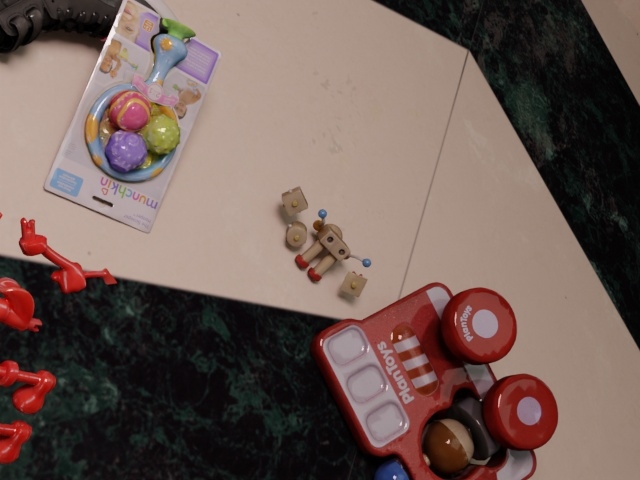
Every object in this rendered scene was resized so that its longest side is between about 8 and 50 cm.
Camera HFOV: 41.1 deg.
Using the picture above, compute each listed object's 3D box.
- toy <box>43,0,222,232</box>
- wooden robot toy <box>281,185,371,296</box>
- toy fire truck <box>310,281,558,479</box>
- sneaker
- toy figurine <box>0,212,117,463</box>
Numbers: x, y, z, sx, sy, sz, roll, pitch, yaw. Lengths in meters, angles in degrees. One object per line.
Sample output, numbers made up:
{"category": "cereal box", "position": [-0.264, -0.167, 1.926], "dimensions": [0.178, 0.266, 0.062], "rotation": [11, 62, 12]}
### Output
{"category": "toy", "position": [-0.199, -0.141, 0.966], "dimensions": [0.137, 0.056, 0.237], "rotation": [26, 77, -34]}
{"category": "wooden robot toy", "position": [0.000, 0.000, 1.163], "dimensions": [0.173, 0.076, 0.079], "rotation": [48, 10, -15]}
{"category": "toy fire truck", "position": [0.149, 0.214, 1.138], "dimensions": [0.254, 0.169, 0.302], "rotation": [-25, 88, -23]}
{"category": "sneaker", "position": [-0.299, -0.252, 0.963], "dimensions": [0.295, 0.104, 0.147], "rotation": [25, 59, -29]}
{"category": "toy figurine", "position": [-0.367, 0.097, 0.711], "dimensions": [0.191, 0.217, 0.363], "rotation": [24, 98, -51]}
